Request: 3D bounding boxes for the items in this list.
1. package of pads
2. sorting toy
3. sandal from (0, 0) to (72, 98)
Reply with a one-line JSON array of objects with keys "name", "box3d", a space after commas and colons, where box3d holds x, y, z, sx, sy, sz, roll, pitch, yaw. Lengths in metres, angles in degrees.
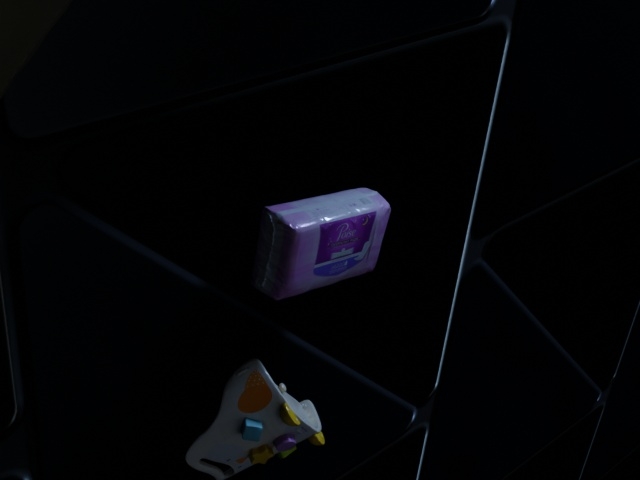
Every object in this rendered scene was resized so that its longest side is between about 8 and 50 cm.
[{"name": "package of pads", "box3d": [0.000, 0.000, 0.541, 0.083, 0.032, 0.050, -15, 129, -43]}, {"name": "sorting toy", "box3d": [-0.044, 0.124, 0.589, 0.075, 0.045, 0.083, -35, 143, 4]}, {"name": "sandal", "box3d": [-0.124, -0.094, 0.304, 0.240, 0.079, 0.088, -54, 180, -34]}]
